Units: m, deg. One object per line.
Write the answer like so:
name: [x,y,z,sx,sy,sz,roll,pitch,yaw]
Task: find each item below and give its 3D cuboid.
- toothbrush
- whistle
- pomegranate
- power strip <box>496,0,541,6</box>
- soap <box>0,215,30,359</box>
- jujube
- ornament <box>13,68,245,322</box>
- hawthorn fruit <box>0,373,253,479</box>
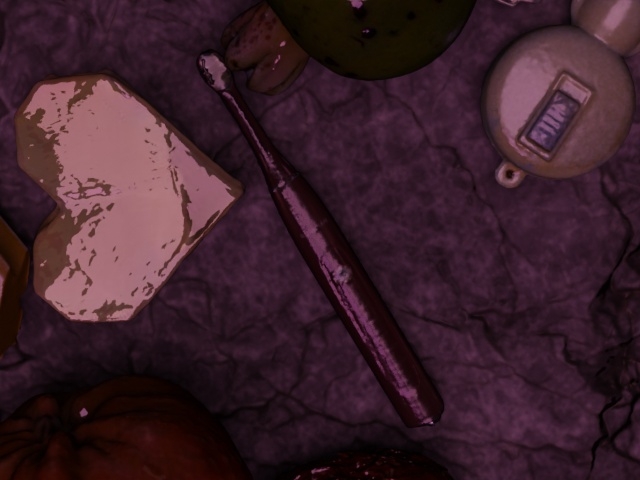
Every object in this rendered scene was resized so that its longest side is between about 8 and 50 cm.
toothbrush: [0.000,0.000,1.155,0.041,0.041,0.364,-30,99,2]
whistle: [0.219,-0.152,1.129,0.126,0.067,0.258,33,94,-8]
pomegranate: [0.015,-0.205,1.061,0.248,0.202,0.202,-36,100,31]
power strip: [0.189,-0.310,1.120,0.060,0.027,0.253,19,98,-5]
soap: [-0.328,0.005,1.094,0.140,0.073,0.232,-39,91,14]
jujube: [0.038,0.217,1.162,0.165,0.104,0.104,4,99,-2]
ornament: [-0.151,-0.039,1.131,0.180,0.059,0.201,-4,98,2]
hawthorn fruit: [-0.157,0.235,1.088,0.262,0.258,0.258,42,95,-22]
